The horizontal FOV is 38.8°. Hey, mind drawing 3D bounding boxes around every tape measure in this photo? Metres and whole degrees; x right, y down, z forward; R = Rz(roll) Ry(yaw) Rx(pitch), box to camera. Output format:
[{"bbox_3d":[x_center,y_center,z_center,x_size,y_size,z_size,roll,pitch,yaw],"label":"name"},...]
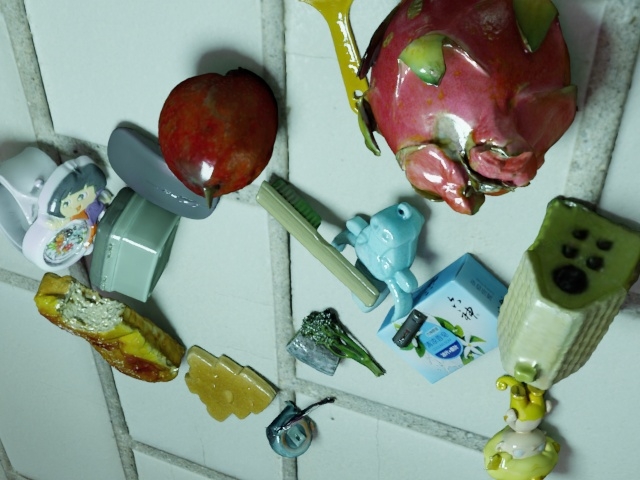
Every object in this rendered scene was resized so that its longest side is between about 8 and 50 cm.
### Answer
[{"bbox_3d":[-0.032,0.406,1.944,0.180,0.104,0.107,-24,110,43],"label":"tape measure"}]

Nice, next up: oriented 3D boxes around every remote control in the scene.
[{"bbox_3d":[0.151,0.154,1.556,0.034,0.016,0.091,35,136,8],"label":"remote control"}]

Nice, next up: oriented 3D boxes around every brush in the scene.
[{"bbox_3d":[0.032,-0.298,1.334,0.103,0.013,0.272,2,130,29],"label":"brush"},{"bbox_3d":[0.000,0.000,1.547,0.282,0.048,0.054,45,147,14],"label":"brush"}]

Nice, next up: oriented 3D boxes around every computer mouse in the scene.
[{"bbox_3d":[-0.292,-0.118,1.656,0.232,0.057,0.120,33,138,1],"label":"computer mouse"}]

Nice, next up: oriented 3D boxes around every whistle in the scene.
[{"bbox_3d":[0.105,0.029,1.536,0.186,0.093,0.274,49,144,23],"label":"whistle"}]

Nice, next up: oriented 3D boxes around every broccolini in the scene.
[{"bbox_3d":[0.048,0.210,1.754,0.201,0.058,0.074,43,143,-10],"label":"broccolini"}]

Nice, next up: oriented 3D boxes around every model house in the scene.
[{"bbox_3d":[0.362,0.094,1.337,0.175,0.234,0.193,23,138,11],"label":"model house"}]

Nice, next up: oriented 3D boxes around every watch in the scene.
[{"bbox_3d":[-0.540,-0.088,1.774,0.231,0.196,0.244,38,141,26],"label":"watch"}]

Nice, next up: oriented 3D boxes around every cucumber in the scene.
[{"bbox_3d":[-0.010,0.222,1.795,0.112,0.064,0.064,34,137,-1],"label":"cucumber"}]

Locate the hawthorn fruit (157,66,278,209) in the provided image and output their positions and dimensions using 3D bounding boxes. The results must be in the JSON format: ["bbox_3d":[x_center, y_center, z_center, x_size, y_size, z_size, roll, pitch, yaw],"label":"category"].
[{"bbox_3d":[-0.164,-0.151,1.439,0.189,0.251,0.189,6,155,3],"label":"hawthorn fruit"}]

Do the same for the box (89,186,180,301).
[{"bbox_3d":[-0.359,0.012,1.752,0.129,0.148,0.210,24,140,-2],"label":"box"}]

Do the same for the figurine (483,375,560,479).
[{"bbox_3d":[0.369,0.368,1.675,0.156,0.131,0.246,-7,118,-15],"label":"figurine"}]

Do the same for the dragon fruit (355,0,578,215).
[{"bbox_3d":[0.182,-0.176,1.204,0.305,0.226,0.305,17,138,17],"label":"dragon fruit"}]

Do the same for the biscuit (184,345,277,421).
[{"bbox_3d":[-0.198,0.324,2.017,0.238,0.041,0.212,3,124,28],"label":"biscuit"}]

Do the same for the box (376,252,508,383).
[{"bbox_3d":[0.222,0.139,1.570,0.142,0.083,0.232,42,138,-6],"label":"box"}]

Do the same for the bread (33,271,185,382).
[{"bbox_3d":[-0.428,0.190,1.888,0.185,0.109,0.380,14,158,29],"label":"bread"}]
